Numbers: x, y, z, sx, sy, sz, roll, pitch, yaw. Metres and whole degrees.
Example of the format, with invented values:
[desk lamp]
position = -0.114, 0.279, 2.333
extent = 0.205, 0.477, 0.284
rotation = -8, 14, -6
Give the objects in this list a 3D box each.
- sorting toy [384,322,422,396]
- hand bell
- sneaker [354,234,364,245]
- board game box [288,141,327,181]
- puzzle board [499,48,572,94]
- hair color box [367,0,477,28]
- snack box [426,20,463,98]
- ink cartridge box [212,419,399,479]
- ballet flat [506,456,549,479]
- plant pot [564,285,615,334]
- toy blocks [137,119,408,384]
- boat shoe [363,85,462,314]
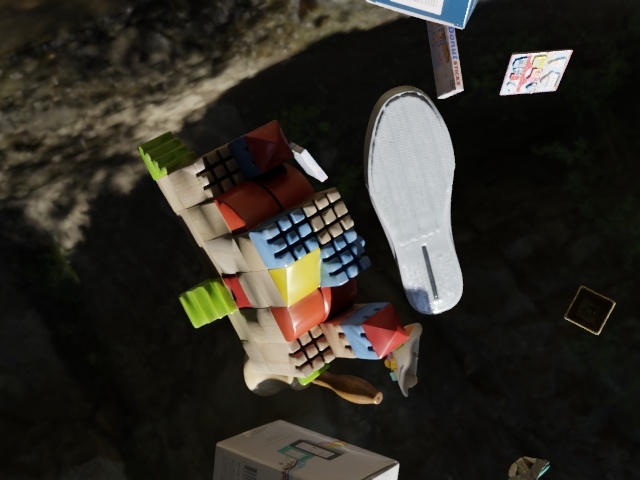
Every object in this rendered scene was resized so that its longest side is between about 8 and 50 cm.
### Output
[sorting toy]
position = 0.108, 0.160, 1.095
extent = 0.045, 0.083, 0.075
rotation = 2, -155, 0
[hand bell]
position = 0.001, 0.220, 1.380
extent = 0.242, 0.126, 0.126
rotation = 10, -148, 43
[sneaker]
position = 0.000, 0.000, 1.658
extent = 0.082, 0.069, 0.209
rotation = -24, -156, -34
[board game box]
position = -0.032, -0.183, 1.982
extent = 0.020, 0.090, 0.090
rotation = -43, -150, -5
[puzzle board]
position = 0.353, -0.275, 1.406
extent = 0.096, 0.011, 0.128
rotation = -4, 161, 1
[hair color box]
position = 0.215, -0.503, 1.434
extent = 0.174, 0.105, 0.347
rotation = 20, -132, 11
[snack box]
position = 0.250, -0.382, 1.725
extent = 0.022, 0.178, 0.064
rotation = -7, 177, -28
[ink cartridge box]
position = -0.031, 0.468, 1.516
extent = 0.270, 0.198, 0.197
rotation = 12, -171, 33
[ballet flat]
position = 0.471, 0.528, 1.950
extent = 0.072, 0.068, 0.213
rotation = -49, 164, 22
[plant pot]
position = 0.595, 0.156, 1.891
extent = 0.081, 0.081, 0.083
rotation = -62, 162, 2
[toy blocks]
position = -0.050, 0.015, 1.016
extent = 0.191, 0.381, 0.261
rotation = -31, -171, -27
[boat shoe]
position = 0.110, -0.050, 1.061
extent = 0.109, 0.302, 0.094
rotation = -13, -153, -5
